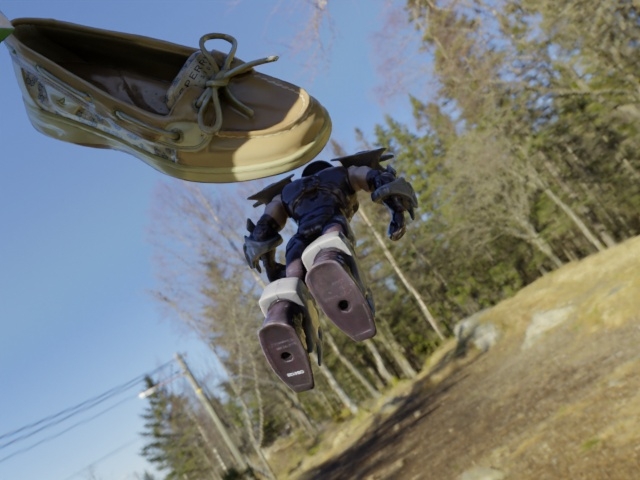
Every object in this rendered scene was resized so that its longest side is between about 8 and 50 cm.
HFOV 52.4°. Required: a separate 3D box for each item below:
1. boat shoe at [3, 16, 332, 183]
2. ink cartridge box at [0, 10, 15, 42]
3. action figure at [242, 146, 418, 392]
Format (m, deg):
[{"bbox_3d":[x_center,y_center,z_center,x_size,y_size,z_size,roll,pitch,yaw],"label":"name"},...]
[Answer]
[{"bbox_3d":[-0.132,-0.120,0.533,0.089,0.285,0.104,83,-159,-50],"label":"boat shoe"},{"bbox_3d":[-0.380,-0.124,0.402,0.278,0.201,0.117,-39,19,4],"label":"ink cartridge box"},{"bbox_3d":[0.000,0.000,0.626,0.185,0.099,0.285,-29,26,20],"label":"action figure"}]
